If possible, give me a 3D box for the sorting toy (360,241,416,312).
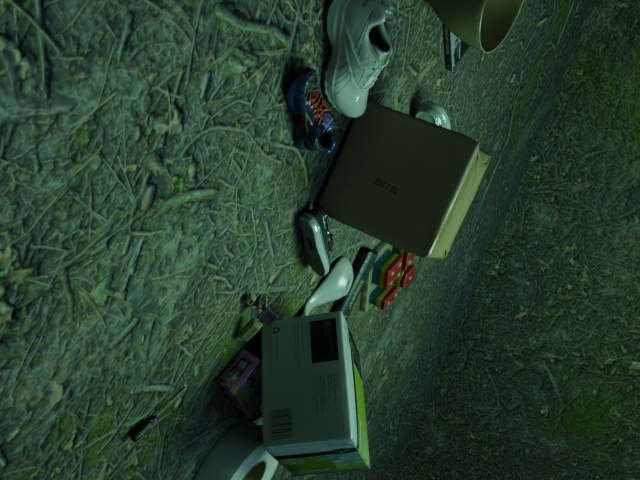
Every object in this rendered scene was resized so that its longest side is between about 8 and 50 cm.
[{"bbox_3d":[0.249,0.098,2.186,0.255,0.089,0.257,-43,148,-36],"label":"sorting toy"}]

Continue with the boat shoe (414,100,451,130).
[{"bbox_3d":[0.304,-0.267,1.904,0.103,0.118,0.320,-50,159,-35],"label":"boat shoe"}]

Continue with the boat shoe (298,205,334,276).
[{"bbox_3d":[0.000,0.000,1.627,0.076,0.080,0.228,-39,140,-23],"label":"boat shoe"}]

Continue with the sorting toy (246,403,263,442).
[{"bbox_3d":[-0.108,0.488,1.833,0.274,0.132,0.046,-22,161,-43],"label":"sorting toy"}]

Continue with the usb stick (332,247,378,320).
[{"bbox_3d":[0.102,0.149,2.005,0.278,0.045,0.077,-64,155,4],"label":"usb stick"}]

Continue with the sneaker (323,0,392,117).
[{"bbox_3d":[0.082,-0.376,1.350,0.111,0.129,0.297,-49,153,-31],"label":"sneaker"}]

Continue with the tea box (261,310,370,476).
[{"bbox_3d":[-0.008,0.406,1.661,0.323,0.220,0.329,68,16,-55],"label":"tea box"}]

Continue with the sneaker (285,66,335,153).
[{"bbox_3d":[-0.009,-0.267,1.332,0.083,0.087,0.221,-52,153,-24],"label":"sneaker"}]

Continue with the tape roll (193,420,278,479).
[{"bbox_3d":[-0.235,0.659,1.803,0.286,0.100,0.286,-44,150,-34],"label":"tape roll"}]

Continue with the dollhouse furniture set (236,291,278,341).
[{"bbox_3d":[-0.172,0.177,1.554,0.114,0.091,0.081,-46,-159,16],"label":"dollhouse furniture set"}]

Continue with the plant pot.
[{"bbox_3d":[0.379,-0.634,1.588,0.284,0.191,0.284,-43,149,-35],"label":"plant pot"}]

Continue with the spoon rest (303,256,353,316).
[{"bbox_3d":[0.021,0.159,1.847,0.137,0.084,0.276,90,23,-46],"label":"spoon rest"}]

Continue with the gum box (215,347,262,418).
[{"bbox_3d":[-0.192,0.366,1.636,0.107,0.062,0.188,-51,153,-24],"label":"gum box"}]

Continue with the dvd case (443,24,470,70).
[{"bbox_3d":[0.410,-0.633,1.840,0.179,0.030,0.238,-55,153,-17],"label":"dvd case"}]

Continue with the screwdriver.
[{"bbox_3d":[-0.350,0.377,1.399,0.170,0.024,0.025,-40,146,-48],"label":"screwdriver"}]

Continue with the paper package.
[{"bbox_3d":[0.203,-0.146,1.581,0.168,0.325,0.309,7,108,-64],"label":"paper package"}]
